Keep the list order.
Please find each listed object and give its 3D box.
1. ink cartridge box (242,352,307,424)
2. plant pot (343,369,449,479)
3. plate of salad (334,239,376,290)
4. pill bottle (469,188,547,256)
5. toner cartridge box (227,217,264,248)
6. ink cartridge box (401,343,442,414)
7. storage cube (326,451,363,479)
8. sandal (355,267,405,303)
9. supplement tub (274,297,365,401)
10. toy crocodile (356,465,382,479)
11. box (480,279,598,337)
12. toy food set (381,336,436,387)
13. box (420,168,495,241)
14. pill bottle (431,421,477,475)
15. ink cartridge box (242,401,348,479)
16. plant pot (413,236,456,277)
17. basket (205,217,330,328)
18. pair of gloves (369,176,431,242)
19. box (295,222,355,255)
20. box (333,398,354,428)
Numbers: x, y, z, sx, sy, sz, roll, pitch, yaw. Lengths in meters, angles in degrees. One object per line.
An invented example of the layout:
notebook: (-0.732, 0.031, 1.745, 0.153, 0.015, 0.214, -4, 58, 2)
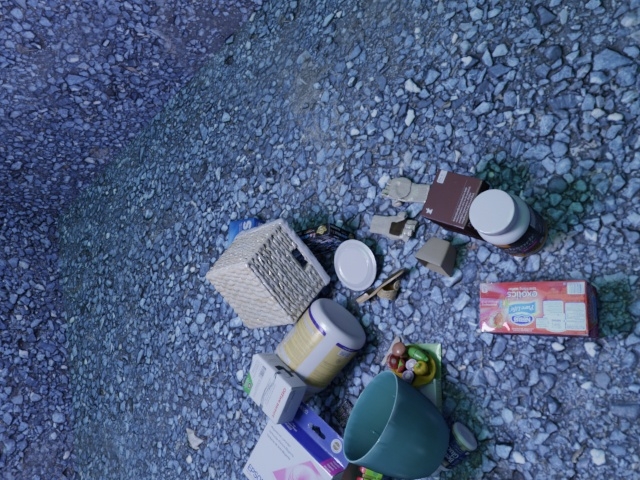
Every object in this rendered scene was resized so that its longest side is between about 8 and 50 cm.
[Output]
ink cartridge box: (-0.160, 0.510, 1.821, 0.208, 0.087, 0.153, 35, 107, 40)
plant pot: (0.244, 0.584, 1.600, 0.293, 0.235, 0.293, -56, 9, 14)
plate of salad: (0.137, 0.094, 2.017, 0.200, 0.048, 0.199, 10, 106, 39)
pill bottle: (0.564, -0.052, 1.580, 0.162, 0.278, 0.162, -12, 70, 37)
toner cartridge box: (-0.351, 0.078, 2.406, 0.165, 0.075, 0.347, -8, 73, 38)
ink cartridge box: (0.323, 0.467, 1.774, 0.171, 0.056, 0.235, -9, 74, 37)
storage cube: (0.040, 0.822, 1.814, 0.193, 0.184, 0.214, -17, 67, 33)
sandal: (0.240, 0.189, 1.921, 0.240, 0.088, 0.079, -37, 89, 33)
supplement tub: (-0.018, 0.405, 1.941, 0.331, 0.241, 0.241, -51, 52, 16)
toy crocodile: (0.174, 0.738, 1.735, 0.115, 0.105, 0.340, 131, 159, -69)
box: (0.636, 0.204, 1.539, 0.300, 0.142, 0.154, -7, 73, 38)
toy food set: (0.283, 0.403, 1.767, 0.128, 0.071, 0.218, -53, 39, -8)
box: (0.468, -0.113, 1.724, 0.167, 0.203, 0.168, 23, 93, 40)
pill bottle: (0.395, 0.654, 1.636, 0.169, 0.094, 0.094, -49, 53, 18)
ink cartridge box: (-0.084, 0.746, 1.769, 0.324, 0.071, 0.330, 30, 97, 40)
plant pot: (0.404, 0.050, 1.799, 0.109, 0.109, 0.096, 22, 79, 40)
basket: (-0.212, 0.138, 2.036, 0.331, 0.328, 0.266, -15, 28, 48)
pair of gloves: (0.293, -0.121, 1.971, 0.204, 0.042, 0.240, 21, 90, 40)
box: (0.000, 0.000, 2.082, 0.220, 0.175, 0.051, -16, 65, 35)
box: (0.092, 0.637, 1.931, 0.083, 0.018, 0.067, -53, 52, 14)
